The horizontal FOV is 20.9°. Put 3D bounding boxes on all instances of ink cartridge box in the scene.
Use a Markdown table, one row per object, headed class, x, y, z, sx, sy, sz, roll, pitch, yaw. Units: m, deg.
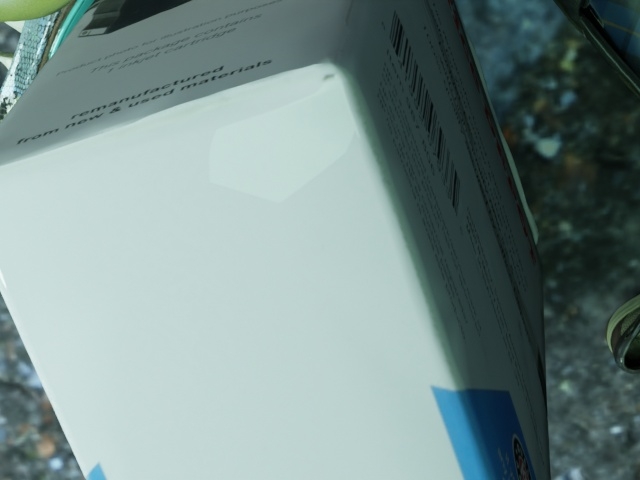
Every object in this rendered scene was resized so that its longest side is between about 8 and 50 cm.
| class | x | y | z | sx | sy | sz | roll | pitch | yaw |
| --- | --- | --- | --- | --- | --- | --- | --- | --- | --- |
| ink cartridge box | 0.000 | 0.000 | 0.847 | 0.166 | 0.395 | 0.285 | -15 | 111 | 13 |

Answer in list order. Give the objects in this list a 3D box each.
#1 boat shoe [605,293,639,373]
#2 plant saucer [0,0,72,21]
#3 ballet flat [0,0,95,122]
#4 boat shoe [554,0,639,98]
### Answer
| class | x | y | z | sx | sy | sz | roll | pitch | yaw |
| --- | --- | --- | --- | --- | --- | --- | --- | --- | --- |
| boat shoe | 0.239 | 0.033 | 1.030 | 0.152 | 0.049 | 0.056 | -40 | 105 | 18 |
| plant saucer | -0.218 | -0.207 | 0.890 | 0.241 | 0.037 | 0.241 | 26 | 143 | 22 |
| ballet flat | -0.167 | -0.106 | 0.993 | 0.070 | 0.070 | 0.188 | 23 | 110 | -6 |
| boat shoe | 0.157 | -0.147 | 0.943 | 0.080 | 0.076 | 0.228 | -32 | 108 | 16 |
